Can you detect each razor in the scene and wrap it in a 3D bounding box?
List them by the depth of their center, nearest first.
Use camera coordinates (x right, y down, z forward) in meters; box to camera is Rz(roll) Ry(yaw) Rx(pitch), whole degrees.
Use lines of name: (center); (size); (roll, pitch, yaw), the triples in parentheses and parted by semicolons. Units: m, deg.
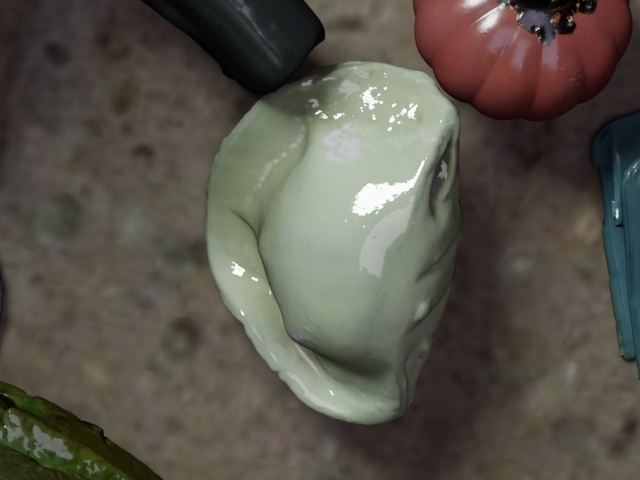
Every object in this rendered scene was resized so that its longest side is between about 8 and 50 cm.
razor: (-0.065, -0.129, 0.933); (0.148, 0.090, 0.054); (36, 86, -17)

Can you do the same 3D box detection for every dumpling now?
dumpling: (-0.001, 0.002, 0.982); (0.134, 0.100, 0.169); (14, 132, 17)

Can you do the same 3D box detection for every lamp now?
lamp: (0.097, -0.110, 0.964); (0.107, 0.092, 0.107); (3, 71, -8)

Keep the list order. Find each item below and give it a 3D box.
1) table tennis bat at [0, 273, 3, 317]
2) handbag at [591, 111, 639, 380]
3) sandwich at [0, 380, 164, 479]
table tennis bat: (-0.273, 0.017, 0.981); (0.234, 0.022, 0.131); (14, 105, -15)
handbag: (0.258, -0.014, 1.042); (0.221, 0.057, 0.144); (-15, 115, -6)
sandwich: (-0.171, 0.176, 0.991); (0.212, 0.109, 0.292); (-41, 111, 4)
